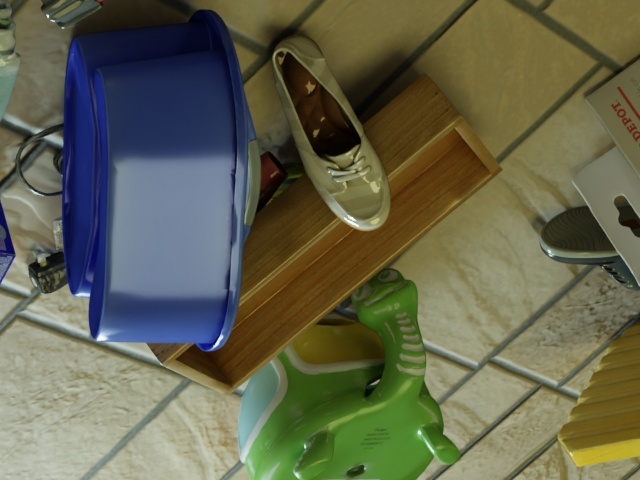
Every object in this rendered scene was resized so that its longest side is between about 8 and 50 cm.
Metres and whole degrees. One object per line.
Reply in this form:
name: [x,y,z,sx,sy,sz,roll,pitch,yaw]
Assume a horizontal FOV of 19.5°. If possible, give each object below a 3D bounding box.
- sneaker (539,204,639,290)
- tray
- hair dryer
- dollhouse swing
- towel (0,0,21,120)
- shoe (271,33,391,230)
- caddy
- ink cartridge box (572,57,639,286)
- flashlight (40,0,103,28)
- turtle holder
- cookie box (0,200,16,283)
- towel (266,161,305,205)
sneaker: [0.364,0.020,2.346,0.222,0.083,0.118,-7,138,-25]
tray: [0.000,0.000,2.049,0.411,0.076,0.203,-39,158,5]
hair dryer: [-0.172,-0.036,1.978,0.293,0.080,0.223,-12,139,-18]
dollhouse swing: [0.440,0.086,2.334,0.305,0.347,0.315,0,125,34]
towel: [-0.477,-0.090,1.740,0.320,0.090,0.374,5,131,-30]
shoe: [0.006,-0.107,1.905,0.076,0.219,0.058,-26,-177,9]
caddy: [-0.145,-0.056,1.815,0.179,0.241,0.341,-3,113,-17]
ink cartridge box: [0.450,-0.132,2.124,0.353,0.207,0.119,-37,142,11]
flashlight: [-0.133,-0.308,1.675,0.304,0.103,0.103,-30,140,4]
turtle holder: [0.013,0.194,2.218,0.243,0.227,0.320,-17,143,-9]
cookie box: [-0.360,0.019,1.922,0.040,0.092,0.107,10,130,-33]
towel: [-0.035,-0.002,2.145,0.102,0.021,0.237,-4,136,-22]
